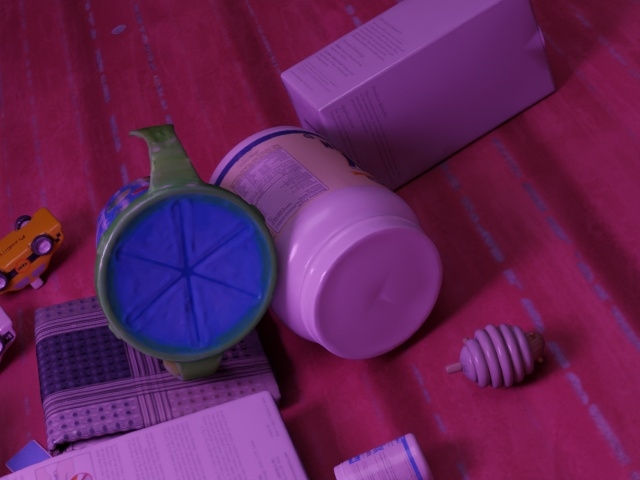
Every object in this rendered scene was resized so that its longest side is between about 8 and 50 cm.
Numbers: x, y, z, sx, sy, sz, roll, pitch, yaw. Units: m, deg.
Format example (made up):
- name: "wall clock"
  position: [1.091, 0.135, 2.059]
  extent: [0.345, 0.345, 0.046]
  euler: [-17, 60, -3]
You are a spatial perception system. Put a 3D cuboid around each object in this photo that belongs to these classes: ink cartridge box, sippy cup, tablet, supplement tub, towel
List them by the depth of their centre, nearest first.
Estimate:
- name: "ink cartridge box"
  position: [-0.192, 0.360, 1.484]
  extent: [0.385, 0.091, 0.308]
  euler: [-18, 38, -9]
- name: "supplement tub"
  position: [0.078, 0.284, 1.496]
  extent: [0.107, 0.071, 0.071]
  euler: [-23, 38, 1]
- name: "sippy cup"
  position: [-0.198, 0.015, 1.640]
  extent: [0.305, 0.240, 0.224]
  euler: [-62, 25, 5]
- name: "supplement tub"
  position: [0.000, 0.000, 1.731]
  extent: [0.235, 0.235, 0.325]
  euler: [-34, 39, -11]
- name: "towel"
  position: [-0.235, 0.172, 1.754]
  extent: [0.324, 0.056, 0.312]
  euler: [-10, 35, -11]
- name: "tablet"
  position: [-0.412, 0.322, 1.773]
  extent: [0.054, 0.006, 0.083]
  euler: [-42, 40, -19]

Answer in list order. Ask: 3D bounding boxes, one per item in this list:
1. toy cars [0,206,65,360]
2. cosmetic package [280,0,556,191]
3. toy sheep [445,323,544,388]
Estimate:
- name: "toy cars"
  position: [-0.527, 0.115, 2.015]
  extent: [0.177, 0.087, 0.393]
  euler: [-8, 44, 28]
- name: "cosmetic package"
  position: [0.159, -0.250, 1.950]
  extent: [0.385, 0.217, 0.156]
  euler: [-31, 39, -10]
- name: "toy sheep"
  position: [0.221, 0.146, 1.566]
  extent: [0.132, 0.091, 0.091]
  euler: [-21, 38, -2]
